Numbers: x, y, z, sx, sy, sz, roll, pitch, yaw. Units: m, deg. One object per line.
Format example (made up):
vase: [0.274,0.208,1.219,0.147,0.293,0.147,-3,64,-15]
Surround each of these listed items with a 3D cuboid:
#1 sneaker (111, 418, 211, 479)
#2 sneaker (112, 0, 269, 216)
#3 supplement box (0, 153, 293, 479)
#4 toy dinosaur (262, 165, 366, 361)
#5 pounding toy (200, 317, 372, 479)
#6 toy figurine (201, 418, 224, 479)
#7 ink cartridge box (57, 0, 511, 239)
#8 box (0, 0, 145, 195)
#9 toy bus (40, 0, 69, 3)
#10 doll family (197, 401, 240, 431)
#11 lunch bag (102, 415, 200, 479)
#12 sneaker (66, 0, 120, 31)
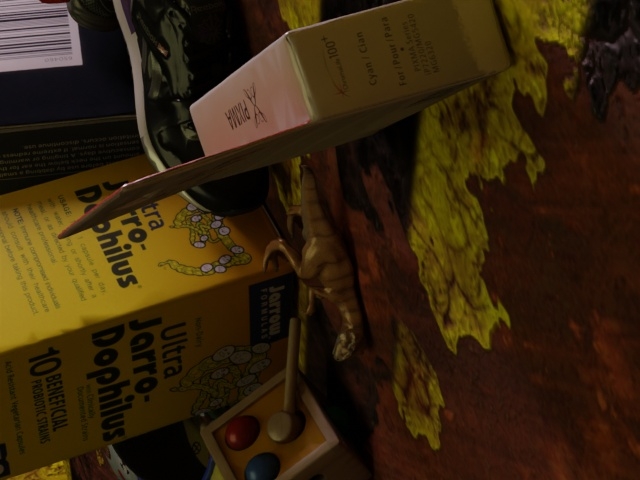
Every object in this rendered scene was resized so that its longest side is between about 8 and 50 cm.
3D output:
sneaker: [-0.174,0.242,2.231,0.270,0.090,0.145,50,175,-13]
sneaker: [-0.116,-0.161,1.745,0.283,0.107,0.124,68,157,16]
supplement box: [-0.223,0.068,1.863,0.194,0.356,0.195,92,155,-49]
toy dinosaur: [0.000,0.000,1.625,0.112,0.064,0.211,21,138,47]
pounding toy: [-0.031,0.174,1.770,0.100,0.141,0.130,49,-174,-46]
toy figurine: [-0.092,0.275,1.977,0.362,0.191,0.217,107,148,-61]
ink cartridge box: [-0.044,-0.083,1.292,0.296,0.261,0.066,161,91,-74]
box: [-0.288,-0.089,2.077,0.395,0.212,0.293,93,168,-49]
toy bus: [-0.212,-0.326,1.768,0.191,0.104,0.202,-37,85,46]
doll family: [-0.132,0.151,2.150,0.111,0.076,0.193,57,164,-18]
lunch bag: [-0.226,0.177,2.434,0.243,0.115,0.303,-167,60,-69]
sneaker: [-0.209,-0.333,1.915,0.130,0.087,0.227,-45,44,48]
